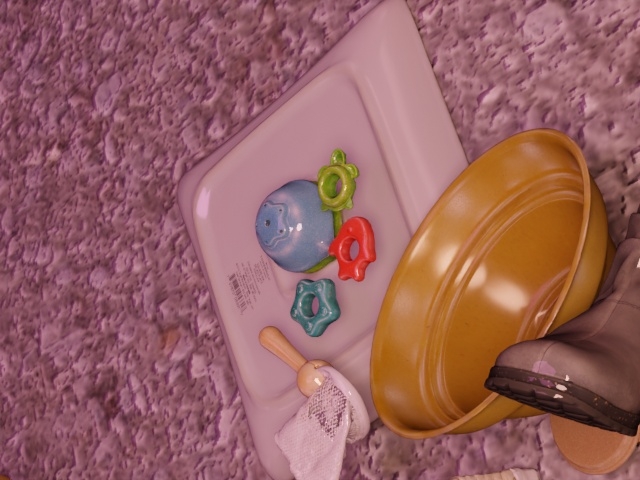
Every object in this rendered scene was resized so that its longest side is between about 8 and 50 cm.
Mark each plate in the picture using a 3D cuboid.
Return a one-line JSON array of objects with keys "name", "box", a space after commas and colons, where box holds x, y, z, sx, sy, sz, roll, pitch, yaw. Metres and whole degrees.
[{"name": "plate", "box": [0.000, 0.000, 1.439, 0.278, 0.045, 0.277, -39, 59, 36]}]

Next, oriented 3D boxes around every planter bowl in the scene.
[{"name": "planter bowl", "box": [0.131, 0.044, 1.241, 0.217, 0.090, 0.217, -46, 28, 33]}]

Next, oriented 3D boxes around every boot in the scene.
[{"name": "boot", "box": [0.176, 0.022, 1.106, 0.083, 0.246, 0.161, 17, 94, 27]}]

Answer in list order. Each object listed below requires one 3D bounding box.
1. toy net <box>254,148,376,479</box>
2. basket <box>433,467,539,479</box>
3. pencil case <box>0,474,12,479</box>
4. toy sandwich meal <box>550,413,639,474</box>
[{"name": "toy net", "box": [0.009, 0.060, 1.360, 0.122, 0.045, 0.232, -21, 72, 40]}, {"name": "basket", "box": [0.064, 0.223, 1.299, 0.167, 0.103, 0.113, -26, 67, 40]}, {"name": "pencil case", "box": [-0.201, 0.341, 1.508, 0.386, 0.167, 0.160, 38, 112, 41]}, {"name": "toy sandwich meal", "box": [0.184, 0.110, 1.247, 0.085, 0.029, 0.086, -9, 78, 48]}]
